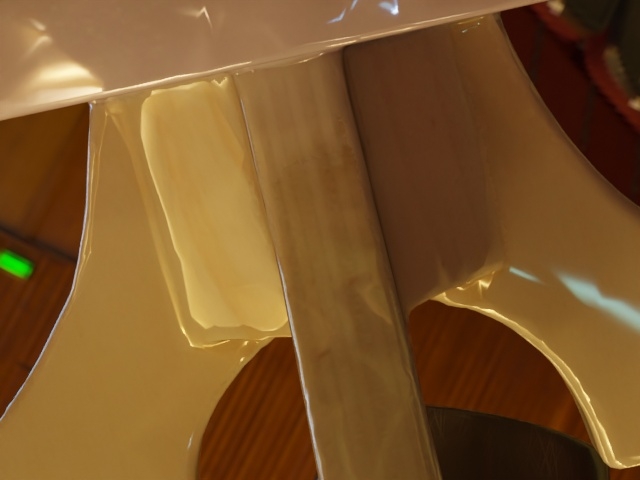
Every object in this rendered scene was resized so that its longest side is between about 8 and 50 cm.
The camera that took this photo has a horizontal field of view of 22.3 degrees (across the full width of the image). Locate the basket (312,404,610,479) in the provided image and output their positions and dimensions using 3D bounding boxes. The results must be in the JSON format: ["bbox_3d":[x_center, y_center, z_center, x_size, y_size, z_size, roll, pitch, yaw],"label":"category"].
[{"bbox_3d":[0.047,0.196,0.708,0.204,0.227,0.154,3,159,21],"label":"basket"}]

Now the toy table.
[{"bbox_3d":[0.000,0.000,0.442,0.274,0.161,0.252,-12,-172,13],"label":"toy table"}]
